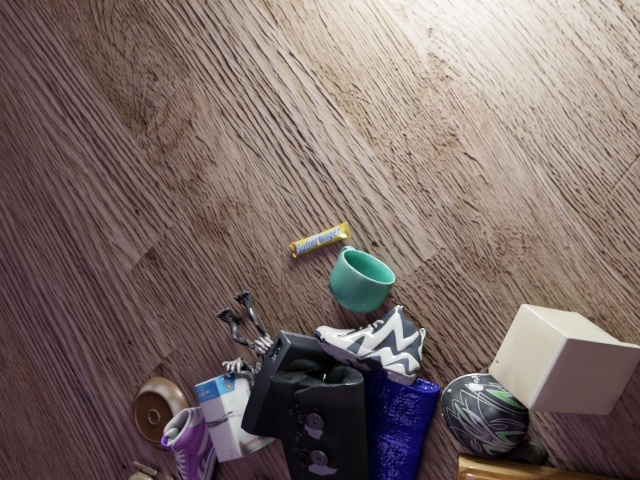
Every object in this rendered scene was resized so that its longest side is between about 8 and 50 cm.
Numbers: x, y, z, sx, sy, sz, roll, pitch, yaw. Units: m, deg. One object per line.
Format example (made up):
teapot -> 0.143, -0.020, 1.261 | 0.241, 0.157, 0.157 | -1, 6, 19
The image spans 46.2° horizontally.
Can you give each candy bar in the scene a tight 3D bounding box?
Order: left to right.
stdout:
candy bar -> 0.000, 0.000, 1.721 | 0.161, 0.018, 0.040 | -20, 83, 28

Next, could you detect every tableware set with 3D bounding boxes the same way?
tableware set -> -0.430, 0.681, 2.001 | 0.194, 0.039, 0.128 | 15, 89, 22

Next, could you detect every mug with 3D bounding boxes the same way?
mug -> 0.085, 0.090, 1.629 | 0.129, 0.158, 0.097 | 27, 110, 0

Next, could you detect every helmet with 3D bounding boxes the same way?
helmet -> 0.325, 0.340, 1.479 | 0.169, 0.161, 0.170 | 2, 94, 29

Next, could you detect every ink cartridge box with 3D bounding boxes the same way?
ink cartridge box -> -0.204, 0.413, 1.794 | 0.082, 0.139, 0.191 | -22, 82, 30

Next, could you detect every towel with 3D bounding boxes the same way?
towel -> 0.118, 0.423, 1.651 | 0.227, 0.076, 0.308 | 19, 102, 28

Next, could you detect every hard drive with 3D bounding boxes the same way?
hard drive -> -0.063, 0.338, 1.696 | 0.255, 0.172, 0.054 | -67, 27, 12

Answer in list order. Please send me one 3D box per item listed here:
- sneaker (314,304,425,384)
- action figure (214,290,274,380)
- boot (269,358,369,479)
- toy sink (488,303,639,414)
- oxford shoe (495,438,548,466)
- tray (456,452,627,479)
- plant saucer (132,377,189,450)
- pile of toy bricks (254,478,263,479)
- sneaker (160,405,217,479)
sneaker -> 0.117, 0.197, 1.607 | 0.234, 0.094, 0.153 | 17, 62, 23
action figure -> -0.151, 0.265, 1.757 | 0.164, 0.141, 0.276 | -38, 73, 20
boot -> 0.088, 0.481, 1.559 | 0.366, 0.146, 0.445 | -1, 98, 24
toy sink -> 0.456, 0.222, 1.400 | 0.131, 0.234, 0.153 | 43, 117, 52
oxford shoe -> 0.353, 0.489, 1.514 | 0.083, 0.096, 0.227 | 45, 115, 17
tray -> 0.455, 0.540, 1.404 | 0.410, 0.076, 0.203 | 7, 97, 10
plant saucer -> -0.432, 0.464, 1.987 | 0.198, 0.036, 0.199 | 2, 94, 30
pile of toy bricks -> -0.195, 0.654, 1.842 | 0.105, 0.118, 0.212 | 41, 132, 50
sneaker -> -0.341, 0.530, 1.859 | 0.102, 0.161, 0.282 | 32, 106, 47
